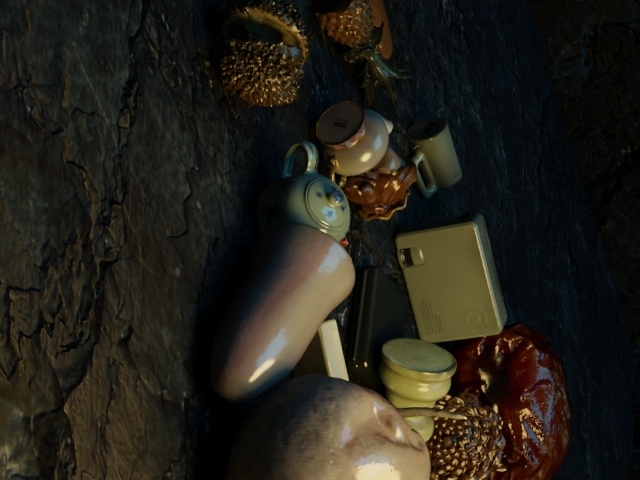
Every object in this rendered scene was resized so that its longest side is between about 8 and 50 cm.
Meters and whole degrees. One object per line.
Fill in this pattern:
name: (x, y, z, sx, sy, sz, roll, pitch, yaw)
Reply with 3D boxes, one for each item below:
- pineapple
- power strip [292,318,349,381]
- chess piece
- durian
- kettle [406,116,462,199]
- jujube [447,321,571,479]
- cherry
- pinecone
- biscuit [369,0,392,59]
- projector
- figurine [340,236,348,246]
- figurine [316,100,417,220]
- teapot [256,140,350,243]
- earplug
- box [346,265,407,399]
pineapple: (0.089, -0.392, 2.198, 0.277, 0.119, 0.130, 51, 20, -47)
power strip: (0.016, 0.304, 1.813, 0.043, 0.106, 0.367, -15, 96, -38)
chess piece: (0.160, 0.325, 2.018, 0.144, 0.144, 0.251, -29, 133, -62)
durian: (-0.094, -0.309, 1.787, 0.196, 0.167, 0.196, 15, 90, -74)
kettle: (0.264, -0.190, 2.493, 0.127, 0.098, 0.148, -73, 147, -51)
jujube: (0.411, 0.374, 2.386, 0.276, 0.276, 0.376, -12, 93, -64)
cherry: (0.003, 0.357, 1.568, 0.335, 0.291, 0.326, -41, 142, -45)
pinecone: (0.275, 0.408, 2.210, 0.208, 0.208, 0.207, 32, 53, -56)
biscuit: (0.105, -0.475, 2.346, 0.192, 0.036, 0.186, -36, 115, -60)
projector: (0.282, 0.080, 2.329, 0.099, 0.192, 0.256, -44, 121, -65)
figurine: (0.000, 0.000, 1.932, 0.140, 0.068, 0.075, -39, 118, -63)
figurine: (0.092, -0.149, 2.095, 0.189, 0.142, 0.263, -54, 139, -13)
teapot: (-0.013, -0.051, 1.799, 0.159, 0.159, 0.232, 9, 62, -62)
earplug: (-0.076, 0.130, 1.650, 0.172, 0.172, 0.301, 64, 36, -30)
box: (0.112, 0.178, 2.111, 0.160, 0.050, 0.230, 48, 40, -46)
